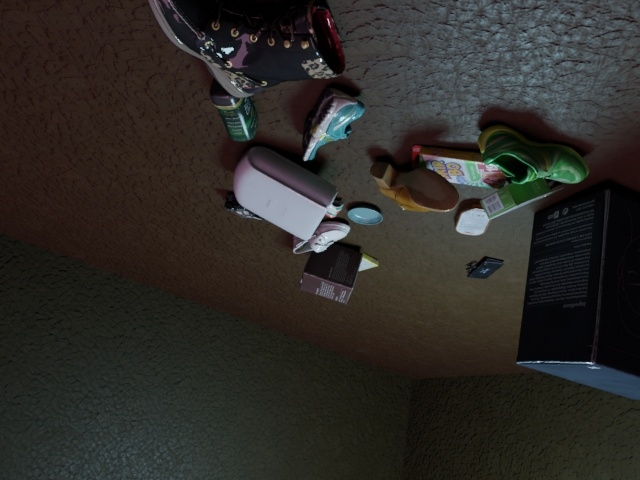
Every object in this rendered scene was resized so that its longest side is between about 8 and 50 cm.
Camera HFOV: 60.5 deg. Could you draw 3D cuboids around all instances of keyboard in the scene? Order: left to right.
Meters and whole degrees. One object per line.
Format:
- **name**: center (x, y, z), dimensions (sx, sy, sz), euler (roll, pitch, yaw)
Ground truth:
- **keyboard**: center (0.616, 0.106, 2.100), dimensions (0.108, 0.023, 0.180), euler (6, 156, -5)

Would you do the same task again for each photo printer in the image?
- **photo printer**: center (-0.124, -0.147, 1.691), dimensions (0.307, 0.107, 0.256), euler (29, 150, -3)

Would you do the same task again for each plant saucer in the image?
- **plant saucer**: center (0.153, -0.090, 1.867), dimensions (0.119, 0.021, 0.119), euler (9, 157, 4)

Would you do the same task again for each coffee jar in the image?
- **coffee jar**: center (-0.216, -0.339, 1.387), dimensions (0.078, 0.096, 0.184), euler (3, 156, 11)

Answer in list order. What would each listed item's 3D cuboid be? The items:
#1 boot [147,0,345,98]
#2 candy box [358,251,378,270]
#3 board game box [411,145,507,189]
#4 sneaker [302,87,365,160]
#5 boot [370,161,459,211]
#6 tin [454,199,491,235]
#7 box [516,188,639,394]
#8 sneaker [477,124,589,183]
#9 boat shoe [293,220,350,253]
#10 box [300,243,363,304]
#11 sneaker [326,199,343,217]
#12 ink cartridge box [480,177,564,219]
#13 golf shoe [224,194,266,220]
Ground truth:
- **boot**: center (-0.136, -0.428, 1.103), dimensions (0.284, 0.138, 0.377), euler (1, 158, 25)
- **candy box**: center (0.135, 0.096, 2.279), dimensions (0.105, 0.027, 0.205), euler (26, 152, -30)
- **board game box**: center (0.377, -0.200, 1.498), dimensions (0.259, 0.039, 0.124), euler (12, 158, 14)
- **sneaker**: center (0.022, -0.281, 1.414), dimensions (0.109, 0.107, 0.275), euler (10, 158, -20)
- **boot**: center (0.290, -0.127, 1.560), dimensions (0.295, 0.104, 0.211), euler (28, 177, 36)
- **tin**: center (0.487, -0.068, 1.754), dimensions (0.106, 0.040, 0.190), euler (12, 157, 9)
- **box**: center (0.864, 0.178, 1.565), dimensions (0.479, 0.472, 0.297), euler (19, 161, -17)
- **sneaker**: center (0.522, -0.186, 1.366), dimensions (0.295, 0.124, 0.109), euler (15, 156, -10)
- **boat shoe**: center (0.000, 0.000, 2.041), dimensions (0.098, 0.096, 0.277), euler (29, 151, -33)
- **box**: center (0.043, 0.123, 2.169), dimensions (0.203, 0.167, 0.168), euler (19, 152, 2)
- **sneaker**: center (0.004, -0.136, 1.809), dimensions (0.161, 0.057, 0.075), euler (26, 135, -25)
- **ink cartridge box**: center (0.552, -0.128, 1.506), dimensions (0.209, 0.062, 0.109), euler (-19, 171, -30)
- **golf shoe**: center (-0.239, -0.112, 1.946), dimensions (0.198, 0.077, 0.094), euler (17, 167, 4)
